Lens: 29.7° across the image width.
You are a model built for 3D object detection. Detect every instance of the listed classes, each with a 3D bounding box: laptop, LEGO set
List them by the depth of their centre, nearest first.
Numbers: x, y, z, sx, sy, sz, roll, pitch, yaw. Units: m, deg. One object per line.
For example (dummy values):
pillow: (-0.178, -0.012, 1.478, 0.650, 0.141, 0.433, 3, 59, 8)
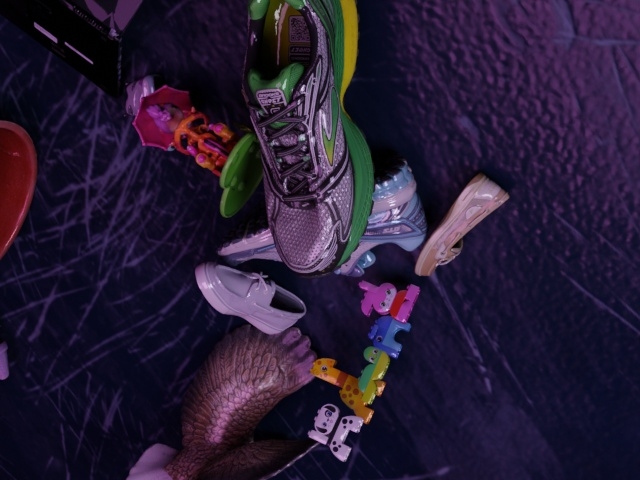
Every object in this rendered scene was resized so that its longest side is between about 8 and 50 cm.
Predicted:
laptop: (-0.293, -0.333, 1.438, 0.234, 0.137, 0.264, 37, 160, 3)
LEGO set: (0.038, 0.151, 1.492, 0.093, 0.087, 0.227, 23, 83, 13)

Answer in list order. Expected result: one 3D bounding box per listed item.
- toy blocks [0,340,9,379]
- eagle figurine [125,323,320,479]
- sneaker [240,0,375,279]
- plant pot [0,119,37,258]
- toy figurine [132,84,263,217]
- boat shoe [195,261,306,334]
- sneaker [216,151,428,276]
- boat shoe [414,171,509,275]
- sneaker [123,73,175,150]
toy blocks: (-0.632, 0.229, 1.750, 0.309, 0.288, 0.260, -23, 99, 29)
eagle figurine: (-0.110, 0.276, 1.609, 0.226, 0.225, 0.298, 38, 137, 19)
sneaker: (-0.033, -0.126, 1.313, 0.134, 0.146, 0.344, -4, 96, 27)
plant pot: (-0.565, -0.090, 1.582, 0.265, 0.272, 0.272, 28, 124, 17)
toy figurine: (-0.151, -0.122, 1.422, 0.159, 0.173, 0.130, 29, 91, 9)
boat shoe: (-0.083, 0.067, 1.510, 0.063, 0.066, 0.184, -28, 139, 21)
sneaker: (0.000, 0.000, 1.456, 0.283, 0.110, 0.122, -17, 112, 31)
boat shoe: (0.162, -0.010, 1.409, 0.048, 0.056, 0.153, 36, 117, 7)
sneaker: (-0.218, -0.157, 1.514, 0.069, 0.038, 0.098, -8, 103, 29)
